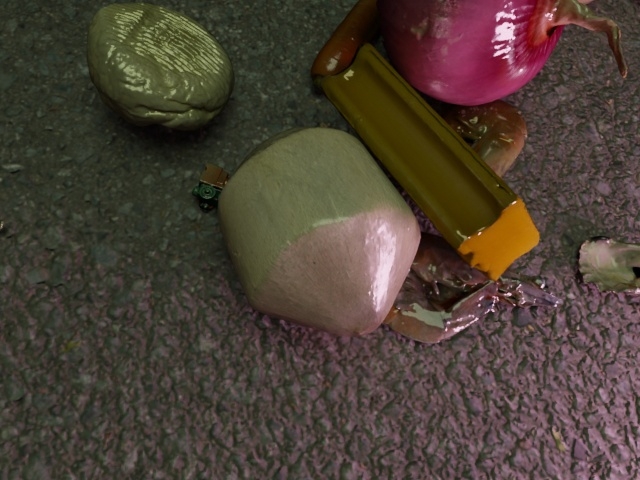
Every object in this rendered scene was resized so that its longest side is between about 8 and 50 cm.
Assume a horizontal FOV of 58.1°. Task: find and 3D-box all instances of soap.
[{"bbox_3d":[0.146,-0.105,0.782,0.096,0.204,0.324,-41,61,11],"label":"soap"}]

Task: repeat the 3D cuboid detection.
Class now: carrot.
[{"bbox_3d":[0.051,-0.336,0.965,0.067,0.067,0.225,29,66,2],"label":"carrot"}]

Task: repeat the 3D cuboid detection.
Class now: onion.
[{"bbox_3d":[0.268,-0.377,0.851,0.344,0.358,0.358,10,68,11],"label":"onion"}]

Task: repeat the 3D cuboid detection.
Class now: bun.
[{"bbox_3d":[-0.236,-0.239,0.846,0.220,0.134,0.220,20,45,-21],"label":"bun"}]

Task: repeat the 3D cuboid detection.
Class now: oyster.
[{"bbox_3d":[0.473,0.038,0.904,0.146,0.045,0.122,-28,79,-10],"label":"oyster"}]

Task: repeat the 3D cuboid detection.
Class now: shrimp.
[{"bbox_3d":[0.196,0.077,0.840,0.316,0.062,0.164,13,72,1],"label":"shrimp"},{"bbox_3d":[0.234,-0.134,0.924,0.145,0.061,0.267,27,71,11],"label":"shrimp"}]

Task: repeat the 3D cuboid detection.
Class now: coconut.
[{"bbox_3d":[0.000,0.000,0.732,0.237,0.237,0.266,-24,61,-17],"label":"coconut"}]

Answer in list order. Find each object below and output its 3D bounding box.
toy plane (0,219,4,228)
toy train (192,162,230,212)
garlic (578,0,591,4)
[{"bbox_3d":[-0.484,-0.014,0.772,0.102,0.040,0.111,10,69,-4],"label":"toy plane"},{"bbox_3d":[-0.134,-0.068,0.850,0.103,0.044,0.064,19,58,-1],"label":"toy train"},{"bbox_3d":[0.458,-0.561,1.007,0.313,0.286,0.249,-18,40,-24],"label":"garlic"}]
